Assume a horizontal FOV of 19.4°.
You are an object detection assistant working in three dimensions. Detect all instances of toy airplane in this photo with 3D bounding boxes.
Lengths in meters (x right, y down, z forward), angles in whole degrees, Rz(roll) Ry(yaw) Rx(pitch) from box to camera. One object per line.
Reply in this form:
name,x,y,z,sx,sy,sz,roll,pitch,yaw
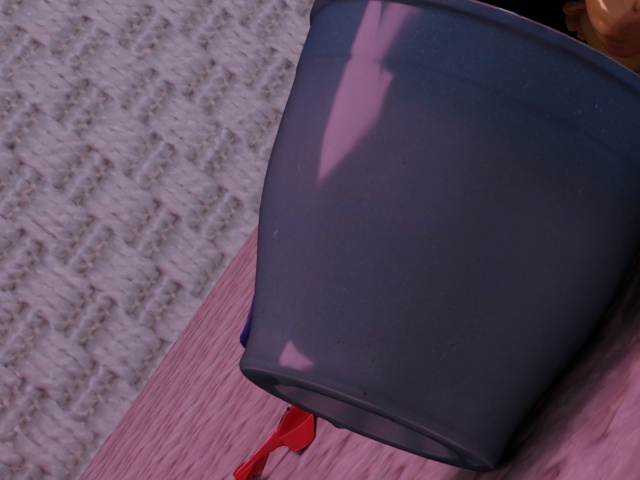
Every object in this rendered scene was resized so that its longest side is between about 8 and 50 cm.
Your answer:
toy airplane,-0.043,0.202,1.887,0.151,0.028,0.151,-50,8,10

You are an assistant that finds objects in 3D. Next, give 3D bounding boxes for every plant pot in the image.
plant pot,0.077,0.006,1.240,0.271,0.271,0.255,154,138,-75

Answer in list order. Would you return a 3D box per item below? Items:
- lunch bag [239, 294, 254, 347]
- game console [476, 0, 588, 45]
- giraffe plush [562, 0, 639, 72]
lunch bag,0.039,-0.011,1.911,0.303,0.115,0.243,-56,-7,-22
game console,0.222,-0.324,1.579,0.386,0.060,0.342,5,-81,-59
giraffe plush,0.258,-0.190,1.478,0.181,0.210,0.170,-60,-21,-22
